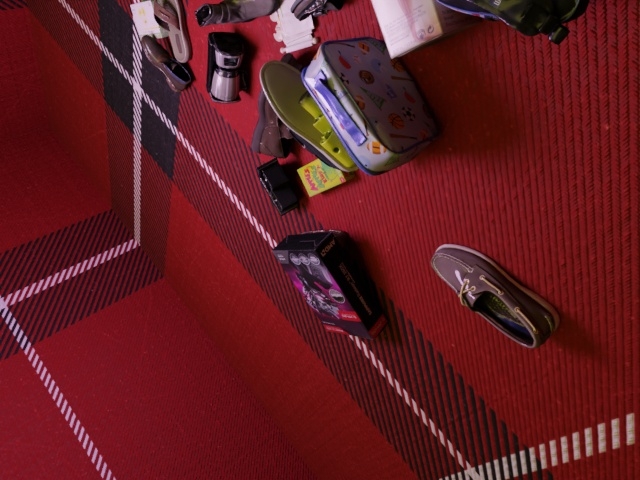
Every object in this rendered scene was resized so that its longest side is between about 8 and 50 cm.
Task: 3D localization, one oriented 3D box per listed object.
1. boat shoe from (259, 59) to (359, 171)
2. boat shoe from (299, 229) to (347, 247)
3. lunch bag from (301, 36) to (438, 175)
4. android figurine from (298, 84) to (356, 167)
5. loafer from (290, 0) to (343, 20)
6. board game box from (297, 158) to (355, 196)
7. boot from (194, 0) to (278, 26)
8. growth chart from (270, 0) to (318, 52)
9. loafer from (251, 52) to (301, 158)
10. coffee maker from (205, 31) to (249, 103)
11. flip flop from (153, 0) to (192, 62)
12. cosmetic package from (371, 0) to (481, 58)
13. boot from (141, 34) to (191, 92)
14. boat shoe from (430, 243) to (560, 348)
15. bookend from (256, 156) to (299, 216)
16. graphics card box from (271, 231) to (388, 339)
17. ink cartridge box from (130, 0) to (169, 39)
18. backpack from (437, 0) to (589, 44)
[{"bbox_3d":[-0.032,-0.304,1.209,0.340,0.127,0.113,38,169,-19],"label":"boat shoe"},{"bbox_3d":[0.000,0.000,1.518,0.207,0.073,0.073,6,143,44],"label":"boat shoe"},{"bbox_3d":[0.102,-0.296,1.022,0.303,0.243,0.115,56,140,5],"label":"lunch bag"},{"bbox_3d":[0.065,-0.265,1.114,0.273,0.248,0.056,38,126,-26],"label":"android figurine"},{"bbox_3d":[0.033,-0.553,1.056,0.268,0.096,0.084,-15,114,50],"label":"loafer"},{"bbox_3d":[0.014,-0.196,1.379,0.181,0.043,0.092,-16,102,54],"label":"board game box"},{"bbox_3d":[-0.225,-0.611,1.242,0.247,0.161,0.083,7,119,56],"label":"boot"},{"bbox_3d":[-0.076,-0.603,1.210,0.172,0.021,0.237,20,129,43],"label":"growth chart"},{"bbox_3d":[-0.100,-0.367,1.347,0.130,0.133,0.366,26,151,-1],"label":"loafer"},{"bbox_3d":[-0.301,-0.538,1.447,0.171,0.120,0.178,44,142,21],"label":"coffee maker"},{"bbox_3d":[-0.512,-0.737,1.590,0.112,0.080,0.276,21,130,42],"label":"flip flop"},{"bbox_3d":[0.167,-0.511,0.871,0.129,0.153,0.296,-8,110,51],"label":"cosmetic package"},{"bbox_3d":[-0.538,-0.636,1.680,0.106,0.082,0.219,5,137,52],"label":"boot"},{"bbox_3d":[0.387,0.124,1.112,0.324,0.097,0.116,39,140,26],"label":"boat shoe"},{"bbox_3d":[-0.132,-0.165,1.499,0.157,0.072,0.156,60,174,-2],"label":"bookend"},{"bbox_3d":[0.030,0.144,1.499,0.233,0.094,0.370,-1,127,51],"label":"graphics card box"},{"bbox_3d":[-0.610,-0.835,1.663,0.171,0.056,0.234,20,131,43],"label":"ink cartridge box"},{"bbox_3d":[0.289,-0.463,0.706,0.264,0.213,0.276,23,126,27],"label":"backpack"}]
